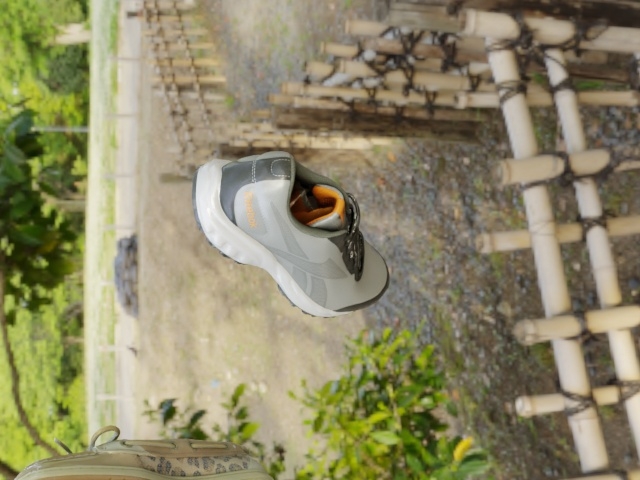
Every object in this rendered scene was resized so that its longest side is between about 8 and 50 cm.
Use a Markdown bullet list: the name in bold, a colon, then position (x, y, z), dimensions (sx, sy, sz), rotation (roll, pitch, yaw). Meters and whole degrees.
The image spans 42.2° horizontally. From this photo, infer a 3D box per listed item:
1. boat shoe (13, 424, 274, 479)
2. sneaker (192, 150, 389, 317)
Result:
- **boat shoe**: position (-0.168, 0.237, 0.793), dimensions (0.104, 0.285, 0.089), rotation (-57, 45, 15)
- **sneaker**: position (0.000, 0.000, 0.781), dimensions (0.108, 0.271, 0.100), rotation (-15, 61, 29)
